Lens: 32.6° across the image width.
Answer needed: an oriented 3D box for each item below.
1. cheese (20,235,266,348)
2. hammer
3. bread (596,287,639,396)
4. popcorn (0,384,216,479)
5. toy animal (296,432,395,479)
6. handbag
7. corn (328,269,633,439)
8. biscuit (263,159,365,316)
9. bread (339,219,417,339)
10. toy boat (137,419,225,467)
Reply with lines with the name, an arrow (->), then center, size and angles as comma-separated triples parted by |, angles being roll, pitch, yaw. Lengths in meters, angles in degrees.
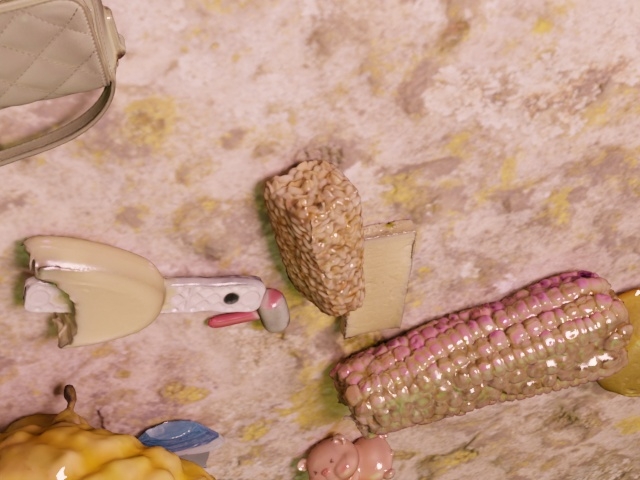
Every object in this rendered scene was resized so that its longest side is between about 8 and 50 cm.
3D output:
cheese -> -0.163, 0.049, 1.021 | 0.235, 0.050, 0.127 | -1, 133, -23
hammer -> -0.073, 0.077, 1.107 | 0.083, 0.031, 0.052 | -12, 136, 0
bread -> 0.374, 0.127, 1.305 | 0.125, 0.086, 0.156 | -30, 136, 21
popcorn -> -0.242, 0.347, 1.074 | 0.349, 0.382, 0.349 | 14, 162, 5
toy animal -> 0.032, 0.274, 1.325 | 0.114, 0.091, 0.082 | -28, 125, 10
handbag -> -0.267, -0.120, 0.777 | 0.256, 0.079, 0.219 | -13, 143, -6
corn -> 0.176, 0.125, 1.201 | 0.335, 0.127, 0.127 | -16, 139, 0
biscuit -> 0.000, 0.000, 1.016 | 0.070, 0.082, 0.168 | -32, 141, -18
bread -> 0.057, 0.041, 1.120 | 0.068, 0.028, 0.154 | -9, 137, -13
toy boat -> -0.154, 0.252, 1.257 | 0.105, 0.034, 0.149 | -21, 138, 8
